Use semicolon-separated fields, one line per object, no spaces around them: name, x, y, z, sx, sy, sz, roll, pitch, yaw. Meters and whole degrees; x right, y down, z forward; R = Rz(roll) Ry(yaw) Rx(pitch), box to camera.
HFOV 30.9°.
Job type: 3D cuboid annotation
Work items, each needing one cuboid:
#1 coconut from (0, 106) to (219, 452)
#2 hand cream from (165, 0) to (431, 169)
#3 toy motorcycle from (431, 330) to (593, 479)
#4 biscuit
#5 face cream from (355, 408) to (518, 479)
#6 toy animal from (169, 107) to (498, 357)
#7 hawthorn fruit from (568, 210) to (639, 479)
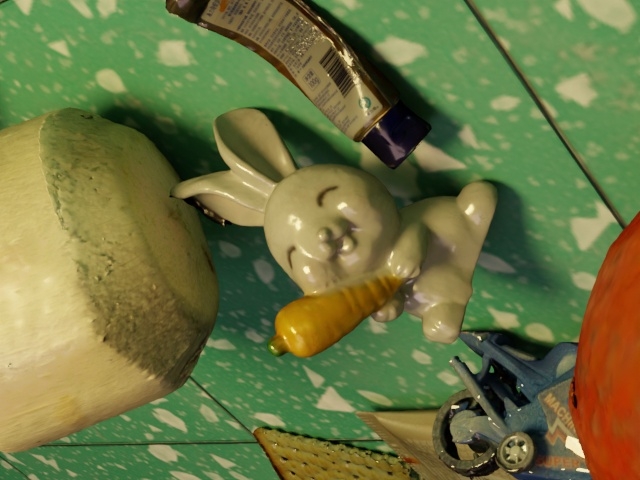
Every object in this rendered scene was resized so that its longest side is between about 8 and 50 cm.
coconut;-0.194;0.029;0.767;0.234;0.224;0.224;-24;127;17
hand cream;-0.010;-0.101;0.650;0.163;0.039;0.062;38;148;-7
toy motorcycle;0.165;0.110;0.752;0.205;0.114;0.076;1;154;40
biscuit;0.040;0.228;1.086;0.203;0.016;0.144;7;143;28
face cream;0.177;0.165;0.858;0.137;0.084;0.341;45;148;-24
toy animal;0.000;0.000;0.697;0.182;0.131;0.127;18;-175;-12
hawthorn fruit;0.233;0.066;0.531;0.276;0.276;0.307;37;174;-16
